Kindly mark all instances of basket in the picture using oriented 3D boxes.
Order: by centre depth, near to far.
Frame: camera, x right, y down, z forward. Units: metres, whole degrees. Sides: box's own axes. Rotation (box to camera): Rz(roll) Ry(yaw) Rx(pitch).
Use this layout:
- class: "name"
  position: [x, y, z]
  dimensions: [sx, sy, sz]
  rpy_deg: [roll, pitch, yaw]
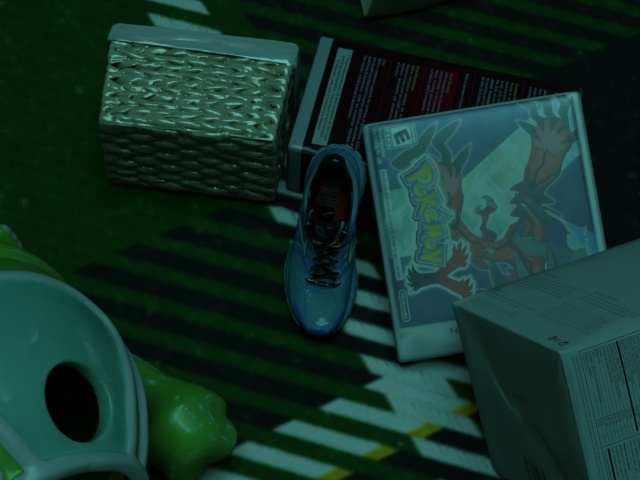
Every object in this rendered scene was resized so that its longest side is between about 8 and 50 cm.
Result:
- class: "basket"
  position: [-0.106, -0.108, 1.209]
  dimensions: [0.167, 0.113, 0.103]
  rpy_deg: [6, 60, 1]

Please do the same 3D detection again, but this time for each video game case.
- class: "video game case"
  position: [0.139, -0.012, 1.150]
  dimensions: [0.184, 0.023, 0.201]
  rpy_deg: [-9, 83, 2]

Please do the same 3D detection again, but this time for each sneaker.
- class: "sneaker"
  position: [0.000, 0.000, 1.143]
  dimensions: [0.063, 0.073, 0.162]
  rpy_deg: [4, 92, 6]

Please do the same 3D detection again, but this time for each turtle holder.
- class: "turtle holder"
  position: [-0.225, 0.144, 0.976]
  dimensions: [0.227, 0.320, 0.243]
  rpy_deg: [36, 83, 33]

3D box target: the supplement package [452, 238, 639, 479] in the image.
- class: "supplement package"
  position: [0.239, 0.098, 1.026]
  dimensions: [0.203, 0.194, 0.149]
  rpy_deg: [-18, 102, -13]

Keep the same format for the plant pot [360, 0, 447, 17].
- class: "plant pot"
  position: [0.093, -0.286, 1.342]
  dimensions: [0.096, 0.109, 0.109]
  rpy_deg: [2, 57, -18]

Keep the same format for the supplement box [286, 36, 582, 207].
- class: "supplement box"
  position: [0.100, -0.089, 1.230]
  dimensions: [0.240, 0.073, 0.130]
  rpy_deg: [13, 60, 6]
